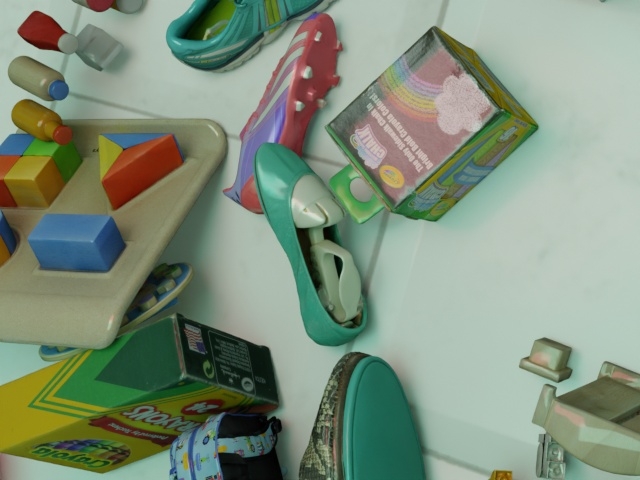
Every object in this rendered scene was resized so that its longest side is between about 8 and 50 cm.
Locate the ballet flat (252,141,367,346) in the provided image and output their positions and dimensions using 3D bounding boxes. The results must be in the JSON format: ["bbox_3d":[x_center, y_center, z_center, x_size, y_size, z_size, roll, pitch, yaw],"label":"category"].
[{"bbox_3d":[0.000,0.000,1.593,0.087,0.083,0.247,-8,103,44],"label":"ballet flat"}]

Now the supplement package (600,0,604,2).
[{"bbox_3d":[0.254,-0.383,1.471,0.149,0.203,0.194,-47,68,14],"label":"supplement package"}]

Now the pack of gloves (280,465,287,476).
[{"bbox_3d":[-0.108,0.369,1.670,0.232,0.046,0.195,-30,71,10],"label":"pack of gloves"}]

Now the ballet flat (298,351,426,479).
[{"bbox_3d":[0.056,0.370,1.530,0.182,0.164,0.482,-27,76,35],"label":"ballet flat"}]

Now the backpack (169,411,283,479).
[{"bbox_3d":[-0.108,0.270,1.572,0.117,0.173,0.158,-15,76,15],"label":"backpack"}]

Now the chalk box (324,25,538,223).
[{"bbox_3d":[0.106,-0.108,1.557,0.213,0.132,0.132,-42,70,17],"label":"chalk box"}]

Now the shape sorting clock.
[{"bbox_3d":[-0.242,0.081,1.674,0.206,0.206,0.040,-25,101,21],"label":"shape sorting clock"}]

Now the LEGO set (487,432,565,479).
[{"bbox_3d":[0.203,0.307,1.502,0.087,0.093,0.227,7,82,-5],"label":"LEGO set"}]

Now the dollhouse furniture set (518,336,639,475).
[{"bbox_3d":[0.290,0.246,1.344,0.356,0.303,0.173,22,102,27],"label":"dollhouse furniture set"}]

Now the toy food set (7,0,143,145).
[{"bbox_3d":[-0.295,-0.234,1.738,0.104,0.111,0.232,29,75,43],"label":"toy food set"}]

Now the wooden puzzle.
[{"bbox_3d":[-0.316,-0.034,1.684,0.322,0.080,0.347,2,47,26],"label":"wooden puzzle"}]

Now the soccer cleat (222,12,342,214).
[{"bbox_3d":[-0.048,-0.152,1.665,0.095,0.083,0.248,17,95,31],"label":"soccer cleat"}]

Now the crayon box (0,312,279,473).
[{"bbox_3d":[-0.235,0.193,1.648,0.319,0.202,0.081,-23,65,23],"label":"crayon box"}]

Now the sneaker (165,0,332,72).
[{"bbox_3d":[-0.067,-0.298,1.669,0.275,0.110,0.107,-41,69,16],"label":"sneaker"}]
